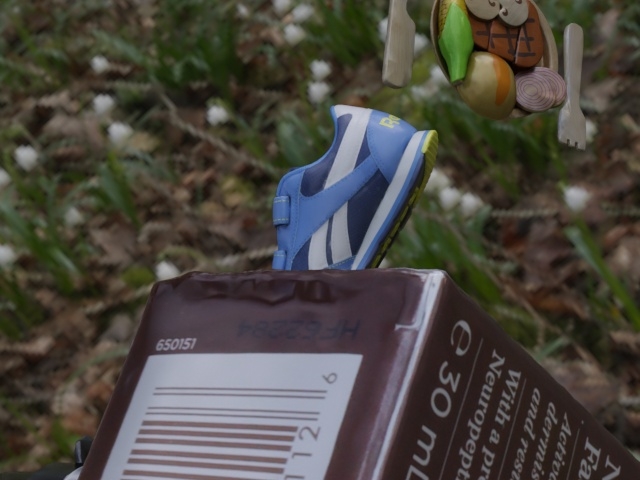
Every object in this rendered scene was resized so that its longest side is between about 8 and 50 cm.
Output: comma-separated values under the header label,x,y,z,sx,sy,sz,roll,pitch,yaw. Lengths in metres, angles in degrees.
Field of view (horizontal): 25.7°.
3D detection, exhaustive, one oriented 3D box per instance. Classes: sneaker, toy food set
label,x,y,z,sx,sy,sz,roll,pitch,yaw
sneaker,0.000,0.000,0.671,0.144,0.059,0.053,-59,-9,-5
toy food set,0.141,-0.152,1.092,0.038,0.192,0.132,-28,53,56

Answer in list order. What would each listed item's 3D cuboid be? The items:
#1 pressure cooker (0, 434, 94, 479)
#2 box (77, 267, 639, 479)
label,x,y,z,sx,sy,sz,roll,pitch,yaw
pressure cooker,-0.099,0.322,0.898,0.420,0.375,0.370,4,0,7
box,0.068,0.186,0.549,0.143,0.381,0.191,-3,57,39
